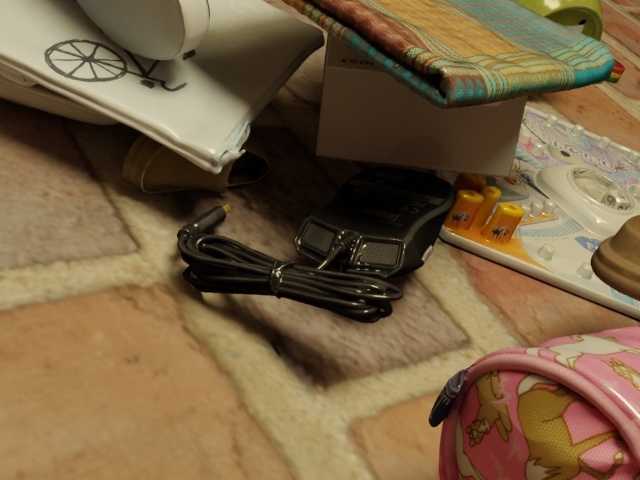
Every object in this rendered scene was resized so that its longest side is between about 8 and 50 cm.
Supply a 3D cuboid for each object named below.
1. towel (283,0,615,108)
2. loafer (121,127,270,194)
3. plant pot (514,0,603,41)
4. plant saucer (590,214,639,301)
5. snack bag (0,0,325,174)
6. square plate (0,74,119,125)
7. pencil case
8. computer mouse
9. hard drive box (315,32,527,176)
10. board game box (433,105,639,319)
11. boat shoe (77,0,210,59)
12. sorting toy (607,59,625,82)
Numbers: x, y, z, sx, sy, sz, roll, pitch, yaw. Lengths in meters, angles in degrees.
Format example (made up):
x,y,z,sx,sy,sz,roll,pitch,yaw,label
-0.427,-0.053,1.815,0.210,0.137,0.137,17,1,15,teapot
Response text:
x,y,z,sx,sy,sz,roll,pitch,yaw,label
0.094,-0.206,0.746,0.271,0.040,0.370,38,29,21,towel
-0.096,-0.067,0.708,0.050,0.056,0.148,37,35,27,loafer
0.256,-0.358,1.171,0.274,0.275,0.294,2,51,-31,plant pot
0.335,0.020,0.600,0.277,0.041,0.278,4,13,-1,plant saucer
-0.180,-0.199,0.765,0.342,0.037,0.323,25,34,1,snack bag
-0.326,-0.230,0.788,0.347,0.049,0.344,15,36,-15,square plate
0.246,0.119,0.577,0.386,0.160,0.167,-8,22,-40,pencil case
0.000,0.000,0.689,0.184,0.060,0.262,11,26,16,computer mouse
0.092,-0.157,0.852,0.181,0.089,0.232,6,30,-2,hard drive box
0.316,-0.057,0.965,0.390,0.050,0.390,21,34,-5,board game box
-0.172,-0.254,0.712,0.105,0.113,0.306,-29,50,-33,boat shoe
0.361,-0.295,1.322,0.274,0.046,0.132,-13,49,-42,sorting toy
